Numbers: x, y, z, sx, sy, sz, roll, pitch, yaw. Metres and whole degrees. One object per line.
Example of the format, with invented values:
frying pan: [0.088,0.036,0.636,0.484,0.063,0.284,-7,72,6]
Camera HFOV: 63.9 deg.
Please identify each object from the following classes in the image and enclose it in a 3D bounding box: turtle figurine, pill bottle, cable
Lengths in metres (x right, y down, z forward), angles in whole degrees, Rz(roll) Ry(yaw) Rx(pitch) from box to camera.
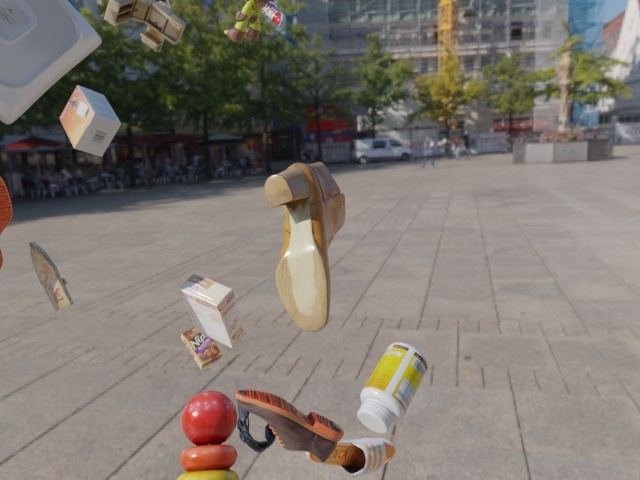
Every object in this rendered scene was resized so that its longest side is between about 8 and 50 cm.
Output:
turtle figurine: [-0.160,-0.622,1.311,0.087,0.217,0.269,29,37,1]
pill bottle: [0.178,0.369,1.287,0.117,0.117,0.215,6,41,38]
cable: [-0.196,0.572,1.604,0.047,0.184,0.151,-36,-42,23]

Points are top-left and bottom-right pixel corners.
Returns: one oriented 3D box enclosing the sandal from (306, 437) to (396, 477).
sandal: [0.090,0.597,1.392,0.265,0.102,0.076,10,18,-21]

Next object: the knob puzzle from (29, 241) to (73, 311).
knob puzzle: [-0.716,0.089,1.366,0.213,0.213,0.030,8,27,45]

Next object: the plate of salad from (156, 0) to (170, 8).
plate of salad: [-0.402,-0.583,1.106,0.048,0.200,0.200,-43,20,-7]

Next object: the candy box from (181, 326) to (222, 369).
candy box: [-0.549,0.487,2.367,0.109,0.053,0.186,-26,64,-33]

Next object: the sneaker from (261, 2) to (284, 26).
sneaker: [-0.158,-0.713,1.604,0.067,0.042,0.118,12,38,-36]

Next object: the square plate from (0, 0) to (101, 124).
square plate: [-0.706,-0.499,1.134,0.049,0.347,0.344,0,49,41]

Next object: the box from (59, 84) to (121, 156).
box: [-0.701,-0.363,1.559,0.091,0.130,0.170,13,31,-52]

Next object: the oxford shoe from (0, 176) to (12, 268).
oxford shoe: [-0.852,-0.057,1.256,0.130,0.363,0.132,-11,57,-46]

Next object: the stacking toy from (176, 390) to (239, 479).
stacking toy: [-0.176,0.400,0.785,0.141,0.330,0.141,-5,-23,-2]

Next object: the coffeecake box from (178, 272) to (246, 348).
coffeecake box: [-0.298,0.196,1.428,0.142,0.185,0.068,19,48,27]

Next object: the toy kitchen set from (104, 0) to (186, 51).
toy kitchen set: [-0.256,-0.303,0.742,0.083,0.068,0.075,35,38,-8]

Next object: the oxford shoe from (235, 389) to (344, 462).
oxford shoe: [-0.083,0.429,1.184,0.271,0.098,0.097,27,-3,-6]

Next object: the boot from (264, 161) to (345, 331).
boot: [-0.001,-0.001,0.952,0.104,0.295,0.211,-10,6,28]
